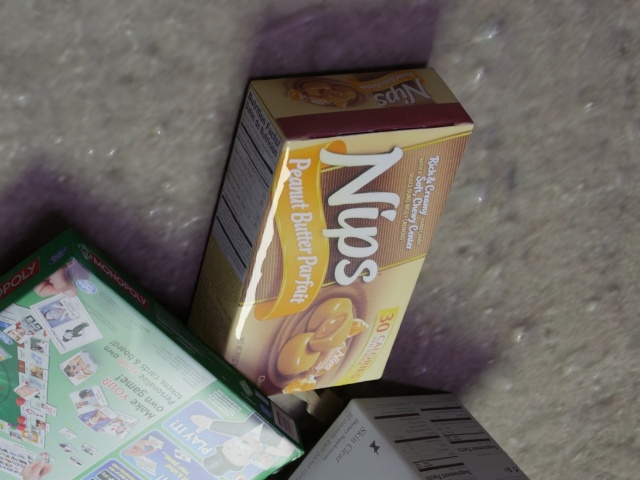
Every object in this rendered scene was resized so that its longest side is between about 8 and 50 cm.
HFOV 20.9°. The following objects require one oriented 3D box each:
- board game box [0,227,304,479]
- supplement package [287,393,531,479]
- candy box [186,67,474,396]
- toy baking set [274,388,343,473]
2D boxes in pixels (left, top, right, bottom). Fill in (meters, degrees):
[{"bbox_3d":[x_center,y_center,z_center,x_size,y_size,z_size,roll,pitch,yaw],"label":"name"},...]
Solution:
[{"bbox_3d":[-0.193,0.149,1.518,0.213,0.046,0.317,-34,127,14],"label":"board game box"},{"bbox_3d":[0.056,0.304,1.818,0.204,0.145,0.262,4,128,-56],"label":"supplement package"},{"bbox_3d":[0.000,0.000,1.547,0.183,0.087,0.316,-7,134,-28],"label":"candy box"},{"bbox_3d":[-0.082,0.184,1.705,0.256,0.030,0.197,-33,141,-28],"label":"toy baking set"}]
